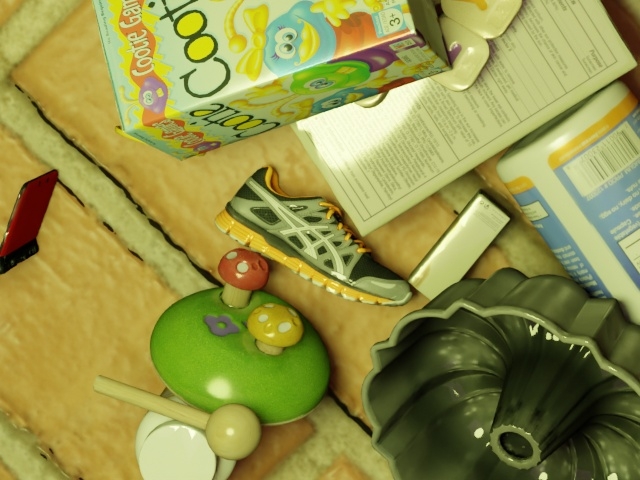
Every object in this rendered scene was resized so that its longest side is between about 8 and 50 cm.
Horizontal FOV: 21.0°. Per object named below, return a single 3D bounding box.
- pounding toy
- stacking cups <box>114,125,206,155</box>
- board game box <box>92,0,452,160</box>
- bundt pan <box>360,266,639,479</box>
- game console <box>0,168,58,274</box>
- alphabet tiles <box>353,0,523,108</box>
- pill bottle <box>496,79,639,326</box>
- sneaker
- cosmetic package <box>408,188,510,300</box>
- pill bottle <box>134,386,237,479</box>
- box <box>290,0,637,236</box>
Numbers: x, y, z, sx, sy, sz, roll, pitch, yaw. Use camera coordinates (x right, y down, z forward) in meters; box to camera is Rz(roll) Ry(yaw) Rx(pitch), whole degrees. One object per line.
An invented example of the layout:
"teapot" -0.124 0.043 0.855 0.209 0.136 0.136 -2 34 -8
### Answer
"pounding toy" -0.079 0.091 1.665 0.183 0.237 0.110 28 124 15
"stacking cups" -0.113 -0.244 1.706 0.096 0.096 0.316 18 96 2
"board game box" -0.043 -0.189 1.557 0.275 0.144 0.142 -17 77 15
"bundt pan" 0.212 0.164 1.667 0.331 0.124 0.330 19 131 23
"game console" -0.328 -0.014 1.725 0.124 0.144 0.085 -9 97 6
"alphabet tiles" 0.068 -0.272 1.623 0.278 0.021 0.284 33 93 19
"pill bottle" 0.305 -0.007 1.673 0.152 0.152 0.272 -35 95 9
"sneaker" 0.000 0.000 1.724 0.215 0.084 0.083 29 90 11
"cosmetic package" 0.139 0.006 1.734 0.041 0.060 0.115 39 98 0
"pill bottle" -0.128 0.196 1.721 0.103 0.184 0.103 1 99 5
"box" 0.136 -0.149 1.678 0.311 0.121 0.148 -31 95 8
